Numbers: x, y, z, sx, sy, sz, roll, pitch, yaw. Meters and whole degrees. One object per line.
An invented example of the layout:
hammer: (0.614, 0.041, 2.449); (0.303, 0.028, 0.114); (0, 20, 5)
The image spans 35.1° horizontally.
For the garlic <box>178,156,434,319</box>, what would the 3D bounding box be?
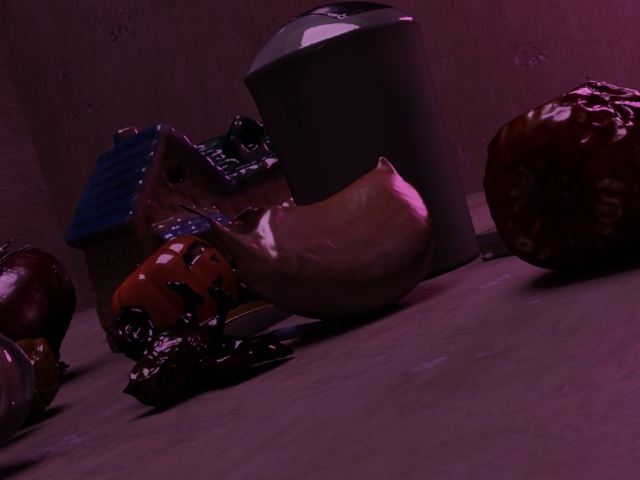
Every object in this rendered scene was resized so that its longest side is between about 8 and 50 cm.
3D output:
garlic: (-0.003, 0.015, 1.275); (0.338, 0.196, 0.151); (-16, -16, -35)

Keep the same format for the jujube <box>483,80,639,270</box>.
jujube: (0.289, -0.068, 1.098); (0.212, 0.213, 0.232); (-16, 8, 32)

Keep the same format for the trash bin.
trash bin: (0.064, -0.147, 1.550); (0.280, 0.432, 0.280); (-19, 3, 1)

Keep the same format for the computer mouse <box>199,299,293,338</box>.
computer mouse: (-0.127, 0.118, 1.332); (0.199, 0.045, 0.102); (-26, 5, -14)

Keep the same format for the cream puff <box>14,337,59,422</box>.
cream puff: (-0.403, 0.190, 1.322); (0.126, 0.103, 0.144); (-23, 2, 6)

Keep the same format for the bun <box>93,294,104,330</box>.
bun: (-0.387, 0.117, 2.221); (0.239, 0.141, 0.239); (-16, 5, 1)

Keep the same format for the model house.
model house: (-0.202, -0.053, 1.837); (0.445, 0.400, 0.395); (-19, 0, -28)

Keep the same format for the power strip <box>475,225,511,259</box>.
power strip: (0.304, -0.017, 1.468); (0.175, 0.042, 0.075); (-20, 2, -34)

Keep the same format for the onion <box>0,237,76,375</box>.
onion: (-0.533, 0.162, 1.690); (0.314, 0.232, 0.314); (-41, 10, 9)

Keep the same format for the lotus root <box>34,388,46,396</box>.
lotus root: (-0.454, 0.191, 1.163); (0.278, 0.154, 0.154); (-15, 1, -25)

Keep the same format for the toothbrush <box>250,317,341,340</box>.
toothbrush: (-0.051, 0.120, 1.307); (0.019, 0.016, 0.219); (-21, 4, -44)

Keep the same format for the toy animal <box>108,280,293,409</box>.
toy animal: (-0.148, 0.136, 1.144); (0.218, 0.116, 0.179); (12, 44, 21)

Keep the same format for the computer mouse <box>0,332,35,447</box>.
computer mouse: (-0.469, 0.197, 0.988); (0.388, 0.200, 0.115); (-18, -17, -14)

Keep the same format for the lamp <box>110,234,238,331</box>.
lamp: (-0.206, 0.090, 1.481); (0.187, 0.164, 0.187); (-42, 5, 4)
